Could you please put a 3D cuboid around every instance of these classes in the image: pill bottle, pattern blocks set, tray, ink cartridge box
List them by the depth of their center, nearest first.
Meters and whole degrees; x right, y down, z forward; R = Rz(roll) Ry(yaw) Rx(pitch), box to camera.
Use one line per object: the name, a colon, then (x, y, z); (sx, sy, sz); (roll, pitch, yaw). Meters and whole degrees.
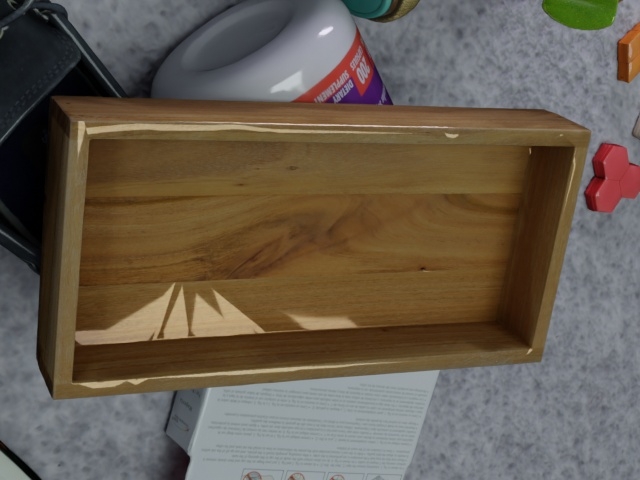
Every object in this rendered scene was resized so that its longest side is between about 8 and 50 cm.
tray: (0.000, 0.000, 0.880); (0.410, 0.076, 0.203); (-1, 112, -24)
pill bottle: (0.000, -0.045, 1.011); (0.181, 0.181, 0.323); (-40, 123, -16)
ink cartridge box: (-0.025, 0.206, 1.151); (0.275, 0.060, 0.239); (11, 100, -36)
pattern blocks set: (0.445, -0.172, 1.356); (0.285, 0.026, 0.325); (9, 100, -35)

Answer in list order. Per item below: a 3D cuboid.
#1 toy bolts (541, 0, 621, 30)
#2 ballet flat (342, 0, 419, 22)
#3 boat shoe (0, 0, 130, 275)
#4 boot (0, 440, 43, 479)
toy bolts: (0.211, -0.333, 1.020); (0.218, 0.158, 0.229); (20, 119, 4)
ballet flat: (0.029, -0.345, 0.898); (0.123, 0.123, 0.349); (-31, 123, -21)
boat shoe: (-0.256, -0.123, 0.838); (0.187, 0.156, 0.500); (-47, 123, -10)
boot: (-0.340, 0.210, 0.933); (0.176, 0.088, 0.244); (-41, 126, -14)
